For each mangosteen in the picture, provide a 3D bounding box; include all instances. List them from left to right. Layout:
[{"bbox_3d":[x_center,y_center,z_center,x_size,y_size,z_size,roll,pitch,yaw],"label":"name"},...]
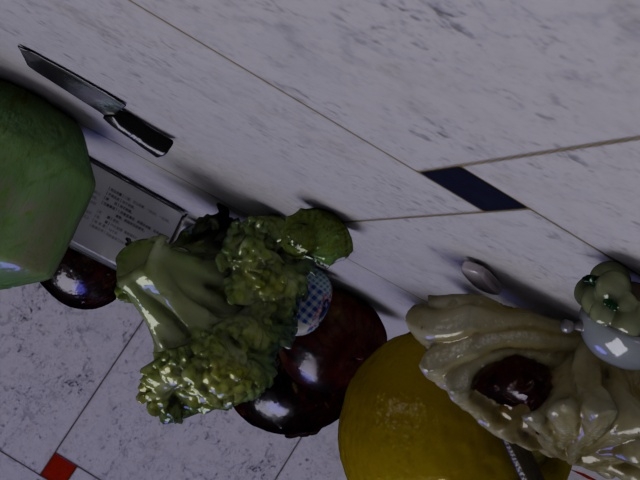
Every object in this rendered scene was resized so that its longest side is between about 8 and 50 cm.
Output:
[{"bbox_3d":[-0.421,0.028,2.127,0.261,0.235,0.235,17,168,16],"label":"mangosteen"},{"bbox_3d":[-0.063,0.252,2.417,0.306,0.359,0.306,-6,-176,0],"label":"mangosteen"}]

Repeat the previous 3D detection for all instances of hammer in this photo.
[{"bbox_3d":[0.255,0.259,1.495,0.043,0.111,0.365,-25,92,44],"label":"hammer"}]

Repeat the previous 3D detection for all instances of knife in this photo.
[{"bbox_3d":[-0.277,-0.176,1.372,0.230,0.028,0.060,34,155,-25],"label":"knife"}]

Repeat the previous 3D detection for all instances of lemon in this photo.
[{"bbox_3d":[0.225,0.305,1.685,0.364,0.364,0.364,25,170,5],"label":"lemon"}]

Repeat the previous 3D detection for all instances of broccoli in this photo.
[{"bbox_3d":[-0.198,0.092,1.637,0.293,0.347,0.281,10,152,37],"label":"broccoli"}]

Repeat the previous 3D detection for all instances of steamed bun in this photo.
[{"bbox_3d":[0.321,0.207,1.370,0.428,0.189,0.247,32,135,-34],"label":"steamed bun"}]

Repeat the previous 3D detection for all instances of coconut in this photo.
[{"bbox_3d":[-0.489,-0.064,1.568,0.328,0.328,0.281,29,172,-18],"label":"coconut"}]

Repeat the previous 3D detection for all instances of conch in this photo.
[{"bbox_3d":[0.000,0.000,1.425,0.121,0.074,0.089,4,-132,-50],"label":"conch"}]

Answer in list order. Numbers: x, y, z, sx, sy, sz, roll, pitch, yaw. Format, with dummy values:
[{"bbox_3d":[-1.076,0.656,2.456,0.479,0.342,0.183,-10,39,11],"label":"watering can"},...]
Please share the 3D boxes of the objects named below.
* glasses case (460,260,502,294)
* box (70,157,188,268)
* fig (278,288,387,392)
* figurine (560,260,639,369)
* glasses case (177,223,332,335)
[{"bbox_3d":[0.196,0.046,1.344,0.032,0.021,0.083,15,166,34],"label":"glasses case"},{"bbox_3d":[-0.417,-0.060,1.929,0.333,0.145,0.173,30,171,-25],"label":"box"},{"bbox_3d":[-0.006,0.165,2.011,0.204,0.186,0.249,8,-168,-38],"label":"fig"},{"bbox_3d":[0.331,0.089,1.070,0.197,0.093,0.147,20,-167,-11],"label":"figurine"},{"bbox_3d":[-0.130,0.066,1.924,0.327,0.125,0.076,20,169,26],"label":"glasses case"}]
